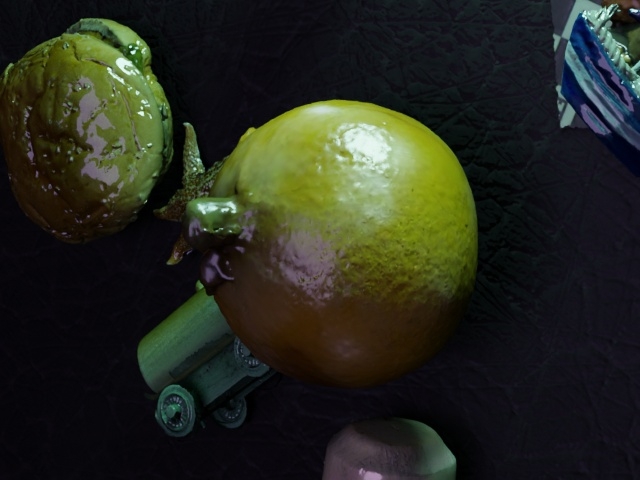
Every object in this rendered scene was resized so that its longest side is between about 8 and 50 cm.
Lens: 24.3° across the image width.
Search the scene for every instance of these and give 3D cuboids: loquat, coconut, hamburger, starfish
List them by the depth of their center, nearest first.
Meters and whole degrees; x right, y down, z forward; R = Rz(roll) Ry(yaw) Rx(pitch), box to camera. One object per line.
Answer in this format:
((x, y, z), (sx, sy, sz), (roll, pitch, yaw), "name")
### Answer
((0.000, 0.000, 1.650), (0.328, 0.359, 0.328), (-17, 69, 52), "loquat")
((0.076, 0.306, 1.766), (0.171, 0.171, 0.183), (16, 105, 32), "coconut")
((-0.153, -0.070, 1.932), (0.208, 0.053, 0.176), (-27, 73, 29), "starfish")
((-0.320, -0.142, 1.969), (0.265, 0.134, 0.285), (-20, 90, 45), "hamburger")

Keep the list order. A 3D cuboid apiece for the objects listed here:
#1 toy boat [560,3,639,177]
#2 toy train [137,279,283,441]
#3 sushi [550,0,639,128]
((0.362, -0.202, 1.486), (0.210, 0.070, 0.291), (23, 106, 5), "toy boat")
((-0.125, 0.132, 1.894), (0.307, 0.126, 0.189), (-39, 76, 34), "toy train")
((0.342, -0.259, 1.540), (0.264, 0.050, 0.290), (3, 100, 35), "sushi")
